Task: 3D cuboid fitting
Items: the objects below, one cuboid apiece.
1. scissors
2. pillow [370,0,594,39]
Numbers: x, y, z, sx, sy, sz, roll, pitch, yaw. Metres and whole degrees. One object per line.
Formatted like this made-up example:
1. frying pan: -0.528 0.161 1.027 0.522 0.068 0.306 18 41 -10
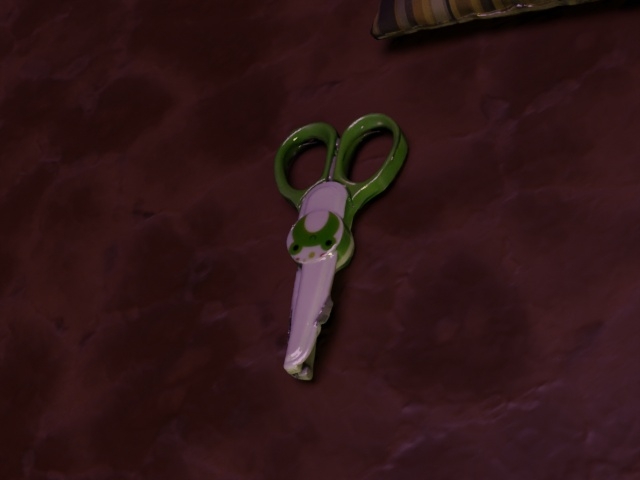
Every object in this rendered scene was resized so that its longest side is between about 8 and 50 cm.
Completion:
1. scissors: 0.000 0.000 0.760 0.101 0.027 0.204 -7 54 29
2. pillow: 0.146 -0.251 0.827 0.212 0.052 0.208 -6 60 29
